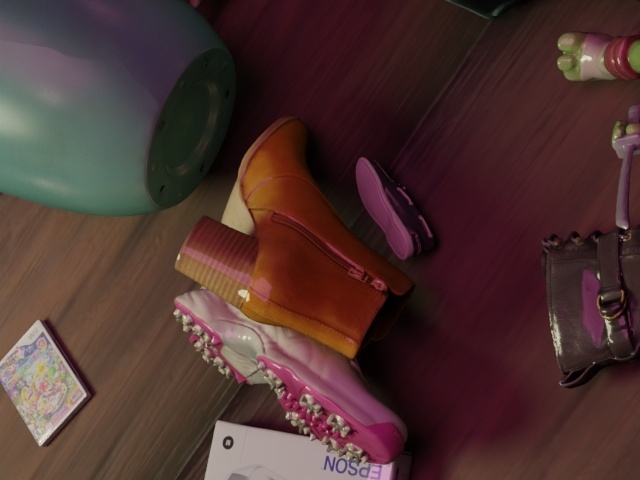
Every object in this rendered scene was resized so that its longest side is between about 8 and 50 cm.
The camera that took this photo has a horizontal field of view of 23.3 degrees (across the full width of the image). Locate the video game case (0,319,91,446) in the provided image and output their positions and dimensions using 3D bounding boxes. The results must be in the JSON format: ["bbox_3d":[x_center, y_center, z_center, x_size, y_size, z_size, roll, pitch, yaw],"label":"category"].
[{"bbox_3d":[-0.320,0.163,1.779,0.087,0.011,0.122,-47,59,14],"label":"video game case"}]

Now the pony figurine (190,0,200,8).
[{"bbox_3d":[-0.147,-0.466,1.634,0.303,0.351,0.363,28,90,48],"label":"pony figurine"}]

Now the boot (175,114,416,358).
[{"bbox_3d":[0.000,0.000,1.542,0.211,0.295,0.104,26,127,4],"label":"boot"}]

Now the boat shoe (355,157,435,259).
[{"bbox_3d":[0.075,-0.035,1.563,0.125,0.038,0.046,60,151,33],"label":"boat shoe"}]

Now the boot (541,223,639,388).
[{"bbox_3d":[0.300,-0.005,1.389,0.229,0.091,0.263,-8,69,36],"label":"boot"}]

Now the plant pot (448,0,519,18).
[{"bbox_3d":[0.136,-0.358,1.490,0.247,0.248,0.252,-35,75,20],"label":"plant pot"}]

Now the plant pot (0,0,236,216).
[{"bbox_3d":[-0.233,-0.157,1.648,0.235,0.293,0.293,23,91,18],"label":"plant pot"}]

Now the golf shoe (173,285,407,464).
[{"bbox_3d":[-0.012,0.103,1.529,0.140,0.115,0.306,-42,52,-19],"label":"golf shoe"}]

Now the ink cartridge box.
[{"bbox_3d":[-0.028,0.304,1.542,0.223,0.045,0.224,4,81,33],"label":"ink cartridge box"}]

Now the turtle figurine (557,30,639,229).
[{"bbox_3d":[0.267,-0.185,1.330,0.274,0.198,0.266,-35,22,-10],"label":"turtle figurine"}]
